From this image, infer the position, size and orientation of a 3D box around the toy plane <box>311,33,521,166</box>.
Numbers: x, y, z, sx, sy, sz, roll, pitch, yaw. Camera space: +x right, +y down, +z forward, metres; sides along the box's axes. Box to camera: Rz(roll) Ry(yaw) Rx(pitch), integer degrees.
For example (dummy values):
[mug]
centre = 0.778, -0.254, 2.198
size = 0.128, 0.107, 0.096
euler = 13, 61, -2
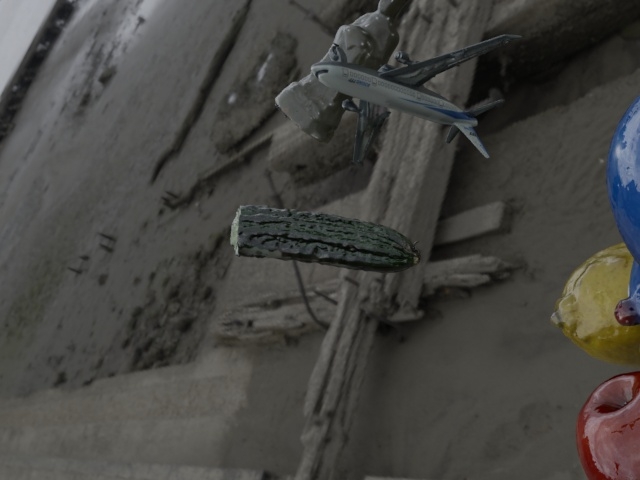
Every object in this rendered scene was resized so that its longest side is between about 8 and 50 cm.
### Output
[toy plane]
centre = 0.081, -0.137, 0.740
size = 0.226, 0.226, 0.058
euler = -37, 46, 41

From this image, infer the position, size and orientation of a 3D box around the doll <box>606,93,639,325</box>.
[doll]
centre = 0.277, -0.002, 0.516
size = 0.161, 0.257, 0.215
euler = -14, 54, 5

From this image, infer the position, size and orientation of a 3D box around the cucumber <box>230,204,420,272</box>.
[cucumber]
centre = 0.000, -0.002, 1.006
size = 0.077, 0.265, 0.077
euler = 6, -90, -80

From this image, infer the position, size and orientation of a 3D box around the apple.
[apple]
centre = 0.564, 0.339, 1.305
size = 0.260, 0.216, 0.260
euler = -40, 4, 3

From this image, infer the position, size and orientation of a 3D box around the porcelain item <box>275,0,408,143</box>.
[porcelain item]
centre = 0.042, -0.221, 0.928
size = 0.216, 0.069, 0.081
euler = -49, 52, 14

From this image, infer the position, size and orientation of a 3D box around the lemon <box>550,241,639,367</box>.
[lemon]
centre = 0.654, 0.128, 1.583
size = 0.316, 0.285, 0.285
euler = 11, 71, 22
